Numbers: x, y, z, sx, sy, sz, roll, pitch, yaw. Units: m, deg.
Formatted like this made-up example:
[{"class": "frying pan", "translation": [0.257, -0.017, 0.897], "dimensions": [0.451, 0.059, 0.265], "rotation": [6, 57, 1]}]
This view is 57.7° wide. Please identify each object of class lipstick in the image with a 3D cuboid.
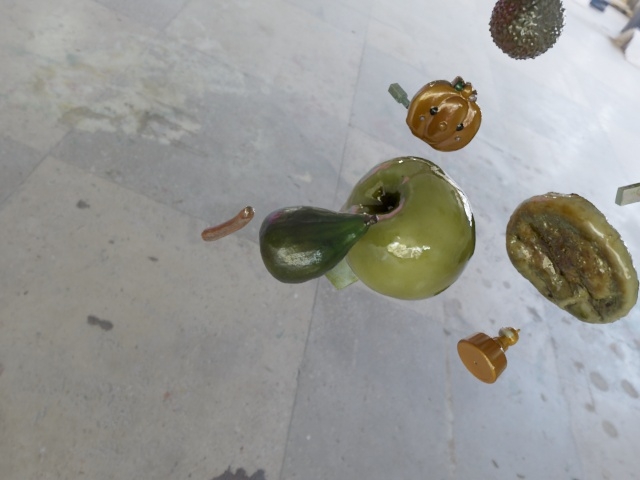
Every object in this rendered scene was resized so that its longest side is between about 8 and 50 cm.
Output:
[{"class": "lipstick", "translation": [0.256, -0.428, 1.775], "dimensions": [0.030, 0.030, 0.129], "rotation": [-19, 61, -29]}]

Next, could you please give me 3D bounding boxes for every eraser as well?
[{"class": "eraser", "translation": [0.631, -0.096, 1.163], "dimensions": [0.083, 0.038, 0.019], "rotation": [-13, 29, -15]}]

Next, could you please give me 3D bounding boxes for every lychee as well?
[{"class": "lychee", "translation": [0.452, -0.477, 1.272], "dimensions": [0.165, 0.165, 0.197], "rotation": [45, 6, 16]}]

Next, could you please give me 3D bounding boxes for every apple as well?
[{"class": "apple", "translation": [0.166, -0.022, 1.080], "dimensions": [0.262, 0.262, 0.263], "rotation": [18, 41, -17]}]

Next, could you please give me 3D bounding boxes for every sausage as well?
[{"class": "sausage", "translation": [-0.235, -0.039, 1.481], "dimensions": [0.047, 0.176, 0.040], "rotation": [57, 31, -15]}]

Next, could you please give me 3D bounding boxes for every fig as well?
[{"class": "fig", "translation": [0.000, 0.000, 0.853], "dimensions": [0.177, 0.117, 0.117], "rotation": [-12, 47, 4]}]

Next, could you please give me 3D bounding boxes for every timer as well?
[{"class": "timer", "translation": [0.450, 0.271, 1.492], "dimensions": [0.152, 0.132, 0.132], "rotation": [-32, 67, -20]}]

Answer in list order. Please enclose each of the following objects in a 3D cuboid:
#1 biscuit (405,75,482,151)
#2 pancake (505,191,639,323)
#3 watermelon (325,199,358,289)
[{"class": "biscuit", "translation": [0.276, -0.272, 1.260], "dimensions": [0.170, 0.170, 0.050], "rotation": [22, 34, -12]}, {"class": "pancake", "translation": [0.624, 0.053, 1.476], "dimensions": [0.082, 0.387, 0.387], "rotation": [-33, 68, -19]}, {"class": "watermelon", "translation": [0.136, -0.018, 1.363], "dimensions": [0.193, 0.310, 0.232], "rotation": [29, 5, -8]}]
